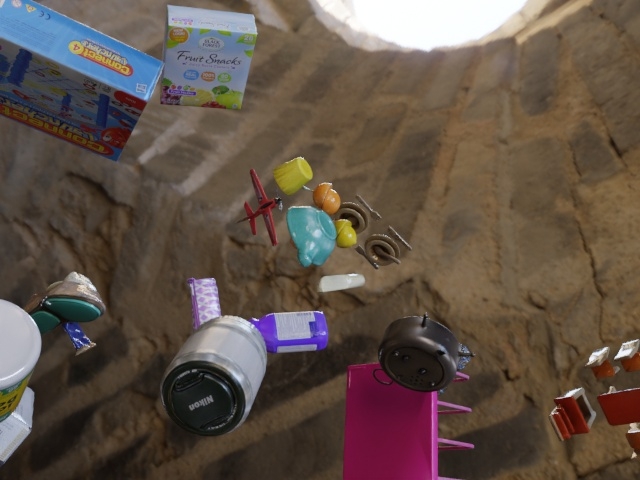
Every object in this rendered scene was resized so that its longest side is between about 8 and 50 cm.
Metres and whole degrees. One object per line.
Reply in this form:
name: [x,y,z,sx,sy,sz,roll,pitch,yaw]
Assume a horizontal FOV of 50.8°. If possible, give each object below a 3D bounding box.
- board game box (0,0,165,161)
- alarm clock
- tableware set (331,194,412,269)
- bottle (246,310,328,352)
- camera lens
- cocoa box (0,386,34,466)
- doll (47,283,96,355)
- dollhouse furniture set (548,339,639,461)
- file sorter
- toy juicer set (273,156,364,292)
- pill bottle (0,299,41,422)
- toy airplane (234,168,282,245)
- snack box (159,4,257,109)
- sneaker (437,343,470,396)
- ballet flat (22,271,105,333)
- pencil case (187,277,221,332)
board game box: [-0.470,-0.284,1.201,0.302,0.308,0.086,-29,-137,61]
alarm clock: [0.148,0.199,1.105,0.192,0.129,0.064,-43,-169,45]
tableware set: [0.105,-0.007,1.590,0.128,0.194,0.039,-35,-164,42]
bottle: [-0.124,0.269,1.956,0.283,0.092,0.118,-3,-136,-11]
camera lens: [-0.255,0.330,1.661,0.219,0.219,0.274,-36,-170,16]
cocoa box: [-0.661,0.254,1.037,0.228,0.347,0.231,-51,-160,-12]
doll: [-0.635,0.195,1.696,0.046,0.189,0.129,-30,178,2]
dollhouse furniture set: [0.700,0.406,1.617,0.259,0.262,0.135,-26,179,42]
file sorter: [0.181,0.397,1.316,0.202,0.182,0.290,-15,-118,39]
toy juicer set: [0.000,0.000,1.399,0.090,0.209,0.328,-29,-123,23]
pill bottle: [-0.430,0.169,0.847,0.208,0.118,0.117,-48,-172,44]
toy airplane: [-0.112,-0.053,1.256,0.028,0.151,0.151,-13,177,-40]
snack box: [-0.236,-0.369,1.382,0.207,0.175,0.070,112,-28,-50]
sneaker: [0.323,0.369,1.861,0.211,0.080,0.081,-35,180,-16]
ballet flat: [-0.564,0.127,1.481,0.316,0.107,0.106,-15,-134,38]
pencil case: [-0.328,0.203,1.908,0.086,0.206,0.088,-18,164,24]
